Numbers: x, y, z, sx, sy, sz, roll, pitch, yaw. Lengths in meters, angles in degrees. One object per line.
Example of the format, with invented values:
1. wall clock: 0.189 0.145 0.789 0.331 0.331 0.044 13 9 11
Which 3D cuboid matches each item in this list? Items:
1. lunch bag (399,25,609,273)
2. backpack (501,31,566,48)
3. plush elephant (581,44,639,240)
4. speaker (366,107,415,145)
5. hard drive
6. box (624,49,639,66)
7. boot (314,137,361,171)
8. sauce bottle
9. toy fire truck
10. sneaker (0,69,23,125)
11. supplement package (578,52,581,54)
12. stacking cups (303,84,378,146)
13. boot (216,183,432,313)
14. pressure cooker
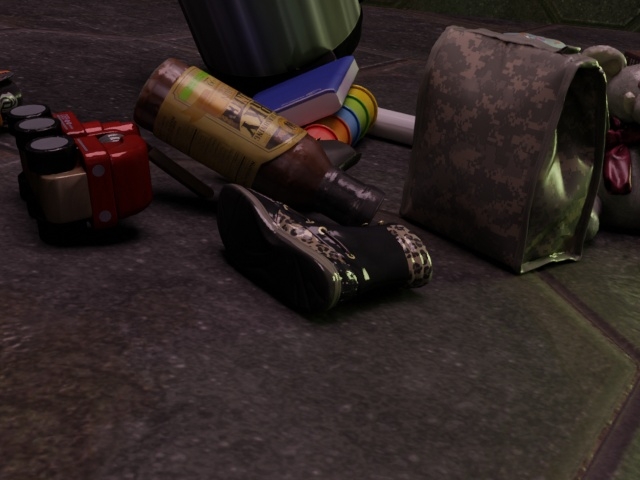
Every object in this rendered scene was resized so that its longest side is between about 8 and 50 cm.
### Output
1. lunch bag: 0.251 -0.136 1.281 0.169 0.287 0.235 -10 27 -39
2. backpack: 0.468 -0.382 2.149 0.188 0.166 0.144 22 27 40
3. plush elephant: 0.484 -0.149 1.435 0.272 0.255 0.330 10 21 4
4. speaker: 0.139 -0.209 1.745 0.136 0.055 0.055 17 23 23
5. hard drive: -0.048 -0.242 1.652 0.210 0.040 0.319 -20 16 14
6. box: 0.706 -0.232 1.825 0.143 0.191 0.381 3 21 -13
7. boot: -0.052 -0.127 1.406 0.198 0.077 0.137 31 44 19
8. sauce bottle: -0.077 -0.118 1.264 0.344 0.111 0.111 29 23 1
9. toy fire truck: -0.251 -0.088 1.211 0.246 0.158 0.217 -13 27 -22
10. sneaker: -0.510 -0.203 1.404 0.180 0.125 0.321 -13 29 -40
11. supplement package: 0.340 -0.220 1.636 0.262 0.204 0.145 2 23 -15
12. stacking cups: 0.024 -0.187 1.590 0.096 0.096 0.316 12 21 10
13. boot: 0.000 0.002 1.120 0.178 0.085 0.236 -7 32 -38
14. pressure cooker: -0.108 -0.506 1.945 0.375 0.420 0.370 6 51 22
